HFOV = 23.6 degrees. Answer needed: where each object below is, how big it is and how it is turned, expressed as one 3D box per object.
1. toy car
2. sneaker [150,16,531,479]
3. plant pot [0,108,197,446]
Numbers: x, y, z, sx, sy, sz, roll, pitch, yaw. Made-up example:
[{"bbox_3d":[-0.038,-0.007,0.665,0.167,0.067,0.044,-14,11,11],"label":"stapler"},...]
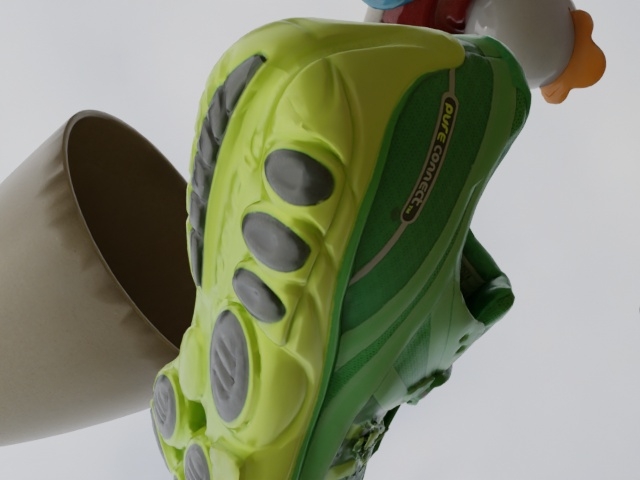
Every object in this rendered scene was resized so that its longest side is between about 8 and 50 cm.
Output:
[{"bbox_3d":[0.165,-0.197,1.502,0.238,0.210,0.219,34,-145,24],"label":"toy car"},{"bbox_3d":[0.010,0.044,0.567,0.123,0.295,0.109,-11,-127,-23],"label":"sneaker"},{"bbox_3d":[-0.241,0.068,1.325,0.256,0.274,0.256,51,-162,-24],"label":"plant pot"}]
